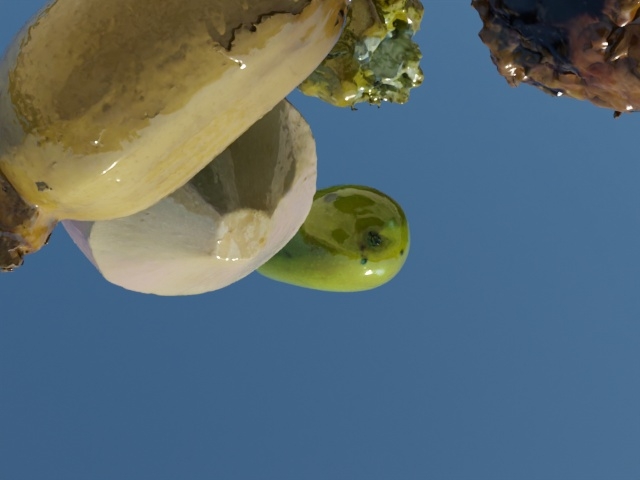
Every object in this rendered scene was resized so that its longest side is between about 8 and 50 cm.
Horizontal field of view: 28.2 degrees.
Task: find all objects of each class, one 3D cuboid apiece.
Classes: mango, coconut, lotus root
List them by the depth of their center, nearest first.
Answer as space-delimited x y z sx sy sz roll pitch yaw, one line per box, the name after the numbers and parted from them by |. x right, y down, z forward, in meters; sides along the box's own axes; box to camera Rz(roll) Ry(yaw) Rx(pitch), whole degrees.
-0.105 -0.109 0.782 0.303 0.146 0.131 -39 -114 2 | lotus root
-0.127 -0.068 1.227 0.259 0.259 0.259 11 -138 -10 | coconut
0.000 0.000 1.720 0.175 0.293 0.142 4 -96 -36 | mango

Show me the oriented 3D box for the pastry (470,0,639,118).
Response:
0.316 -0.247 1.103 0.405 0.292 0.337 -7 -158 20 | pastry

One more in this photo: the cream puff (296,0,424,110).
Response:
0.034 -0.266 1.582 0.195 0.194 0.221 36 -159 17 | cream puff
